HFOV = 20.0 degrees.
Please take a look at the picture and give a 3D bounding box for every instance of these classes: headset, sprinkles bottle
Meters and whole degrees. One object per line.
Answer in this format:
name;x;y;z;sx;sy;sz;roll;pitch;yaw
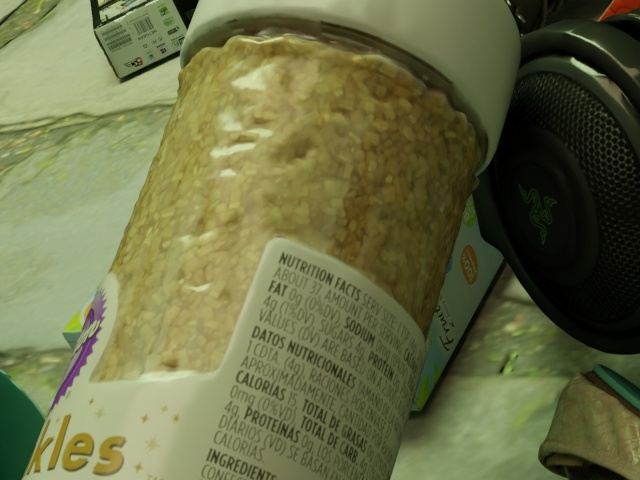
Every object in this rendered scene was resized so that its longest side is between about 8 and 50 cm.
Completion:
headset;0.187;-0.012;0.697;0.243;0.185;0.394;-13;11;3
sprinkles bottle;-0.031;0.063;0.606;0.121;0.121;0.355;-3;57;38

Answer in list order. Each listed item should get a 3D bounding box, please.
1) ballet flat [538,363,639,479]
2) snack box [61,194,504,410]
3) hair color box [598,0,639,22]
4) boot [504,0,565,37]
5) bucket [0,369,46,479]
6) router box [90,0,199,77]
ballet flat;0.129;0.095;0.634;0.052;0.057;0.168;-56;25;2
snack box;0.000;0.000;0.888;0.174;0.070;0.207;-7;31;34
hair color box;0.191;-0.133;0.908;0.072;0.043;0.141;-37;-10;-21
boot;0.153;-0.169;1.049;0.229;0.091;0.263;-17;34;1
bucket;-0.237;0.127;0.651;0.281;0.281;0.183;-39;20;-24
router box;-0.083;-0.195;1.350;0.179;0.046;0.133;-25;26;2
